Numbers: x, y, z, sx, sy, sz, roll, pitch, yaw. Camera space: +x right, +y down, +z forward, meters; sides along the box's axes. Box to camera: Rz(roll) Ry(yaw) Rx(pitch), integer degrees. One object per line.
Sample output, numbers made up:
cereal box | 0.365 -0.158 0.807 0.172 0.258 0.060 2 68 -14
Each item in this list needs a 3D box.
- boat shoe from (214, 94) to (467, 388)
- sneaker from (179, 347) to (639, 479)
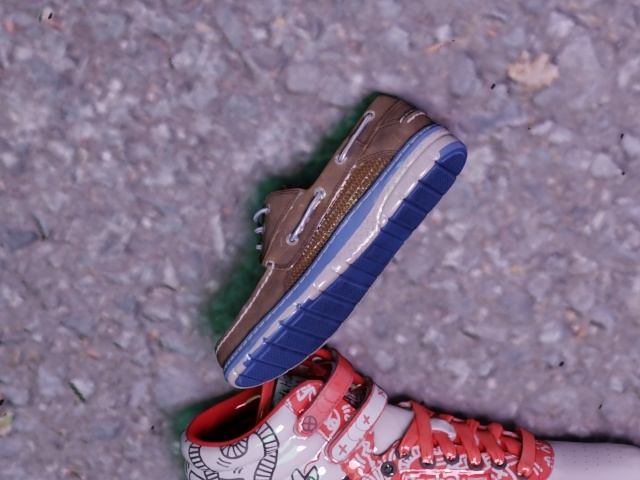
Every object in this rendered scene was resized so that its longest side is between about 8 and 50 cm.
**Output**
boat shoe | 0.000 0.000 1.057 0.066 0.066 0.183 43 93 23
sneaker | 0.054 0.125 1.086 0.270 0.090 0.145 -15 111 11
